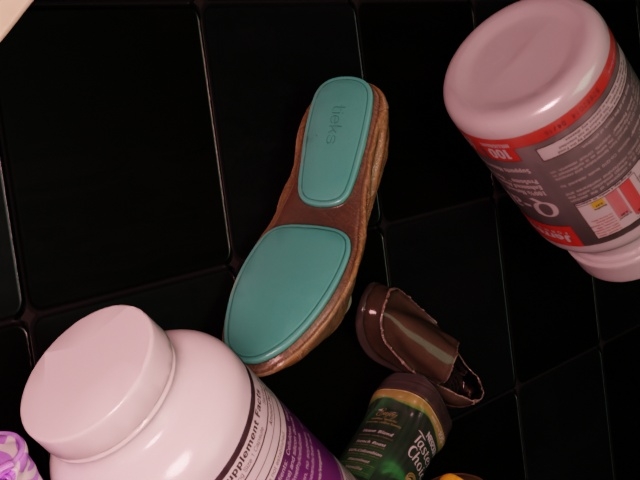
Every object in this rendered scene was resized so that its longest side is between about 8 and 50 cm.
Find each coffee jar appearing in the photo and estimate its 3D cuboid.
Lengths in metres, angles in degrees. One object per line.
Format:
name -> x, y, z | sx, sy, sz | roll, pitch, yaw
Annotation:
coffee jar -> 0.071, 0.230, 1.300 | 0.184, 0.079, 0.096 | -56, 134, -37

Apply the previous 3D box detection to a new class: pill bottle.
pill bottle -> -0.095, 0.198, 1.015 | 0.323, 0.181, 0.181 | 50, 51, -36
pill bottle -> 0.323, -0.114, 1.533 | 0.363, 0.210, 0.210 | 46, 54, -39

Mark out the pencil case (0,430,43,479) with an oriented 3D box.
pencil case -> -0.220, 0.240, 0.930 | 0.086, 0.088, 0.206 | -44, 122, -41

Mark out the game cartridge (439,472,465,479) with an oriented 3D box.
game cartridge -> 0.025, 0.386, 1.098 | 0.324, 0.052, 0.285 | -51, 169, -28

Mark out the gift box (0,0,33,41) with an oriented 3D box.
gift box -> -0.274, -0.242, 0.774 | 0.255, 0.276, 0.258 | 45, 58, -24

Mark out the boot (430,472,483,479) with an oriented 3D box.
boot -> 0.137, 0.367, 1.395 | 0.197, 0.073, 0.152 | -40, 129, -53

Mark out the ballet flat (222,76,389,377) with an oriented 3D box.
ballet flat -> 0.000, 0.000, 1.224 | 0.124, 0.116, 0.342 | 63, 37, -55

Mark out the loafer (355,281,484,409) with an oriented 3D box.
loafer -> 0.117, 0.116, 1.366 | 0.220, 0.078, 0.080 | 45, 55, -40
